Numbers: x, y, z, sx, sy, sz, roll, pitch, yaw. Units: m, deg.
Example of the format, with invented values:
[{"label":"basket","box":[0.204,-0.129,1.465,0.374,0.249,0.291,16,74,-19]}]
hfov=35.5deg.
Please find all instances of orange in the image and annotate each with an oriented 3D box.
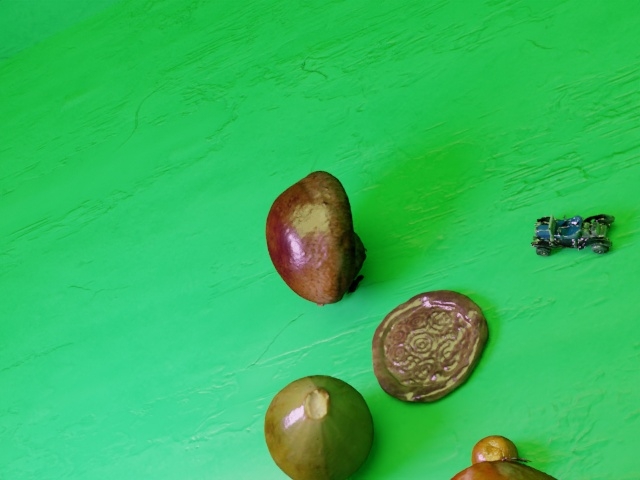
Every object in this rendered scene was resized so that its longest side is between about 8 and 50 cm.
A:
[{"label":"orange","box":[0.305,0.380,1.745,0.083,0.070,0.083,-13,45,13]}]

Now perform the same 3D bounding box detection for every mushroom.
[{"label":"mushroom","box":[-0.009,0.010,2.071,0.195,0.283,0.263,-27,32,-8]}]

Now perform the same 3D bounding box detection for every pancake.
[{"label":"pancake","box":[0.207,0.203,1.965,0.250,0.031,0.250,-18,51,23]}]

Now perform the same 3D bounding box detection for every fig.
[{"label":"fig","box":[-0.011,0.343,1.865,0.207,0.230,0.207,-19,41,17]}]

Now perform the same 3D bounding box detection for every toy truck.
[{"label":"toy truck","box":[0.482,-0.022,1.917,0.154,0.078,0.080,-2,59,32]}]

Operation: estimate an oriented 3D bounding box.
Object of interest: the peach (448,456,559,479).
[{"label":"peach","box":[0.293,0.511,1.479,0.372,0.290,0.373,-171,90,-75]}]
